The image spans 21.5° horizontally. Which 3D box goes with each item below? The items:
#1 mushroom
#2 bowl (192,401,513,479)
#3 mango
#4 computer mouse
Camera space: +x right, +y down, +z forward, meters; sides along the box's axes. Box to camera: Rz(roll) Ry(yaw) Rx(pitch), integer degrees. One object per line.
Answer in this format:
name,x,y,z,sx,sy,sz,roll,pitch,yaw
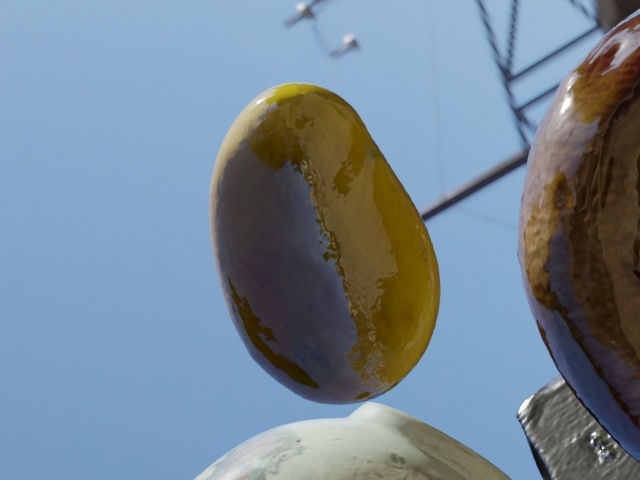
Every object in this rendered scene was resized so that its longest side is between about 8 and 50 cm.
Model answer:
mushroom,0.211,0.001,0.723,0.253,0.253,0.153,60,-176,2
bowl,0.071,0.282,1.610,0.435,0.435,0.196,40,-105,-33
mango,0.000,0.000,0.747,0.076,0.103,0.161,-53,-39,-45
computer mouse,0.217,0.162,1.206,0.073,0.122,0.217,51,-166,-32
